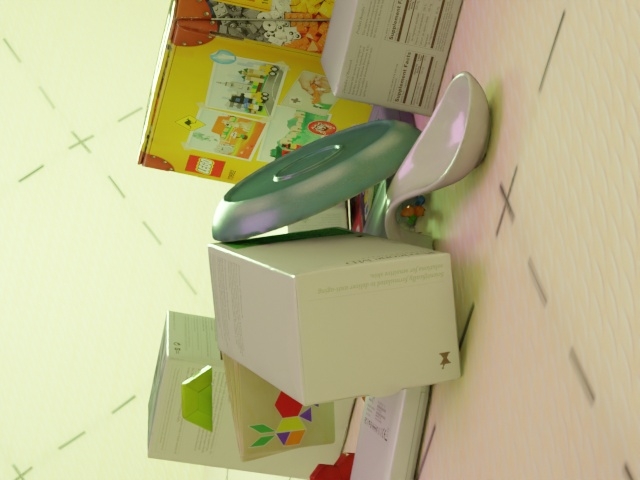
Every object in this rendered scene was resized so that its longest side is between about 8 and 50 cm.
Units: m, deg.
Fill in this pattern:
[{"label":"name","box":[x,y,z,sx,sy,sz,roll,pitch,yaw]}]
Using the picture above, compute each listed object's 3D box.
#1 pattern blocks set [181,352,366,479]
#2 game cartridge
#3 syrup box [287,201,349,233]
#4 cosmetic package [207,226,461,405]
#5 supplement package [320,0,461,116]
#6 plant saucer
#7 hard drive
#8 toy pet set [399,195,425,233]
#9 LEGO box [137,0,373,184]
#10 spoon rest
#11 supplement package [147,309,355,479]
[{"label":"pattern blocks set","box":[-0.051,0.206,1.865,0.026,0.285,0.325,-168,83,-68]},{"label":"game cartridge","box":[0.092,-0.080,2.022,0.294,0.060,0.196,-92,19,-50]},{"label":"syrup box","box":[0.000,0.000,2.148,0.237,0.096,0.093,86,-177,-47]},{"label":"cosmetic package","box":[0.005,0.081,1.666,0.365,0.197,0.155,-168,72,-69]},{"label":"supplement package","box":[0.105,-0.337,1.935,0.204,0.145,0.262,-105,27,-68]},{"label":"plant saucer","box":[-0.009,-0.089,1.831,0.044,0.317,0.317,65,178,-14]},{"label":"hard drive","box":[0.076,0.300,1.742,0.203,0.040,0.307,-167,87,-80]},{"label":"toy pet set","box":[0.115,0.022,1.825,0.114,0.065,0.122,-36,-27,-50]},{"label":"LEGO box","box":[-0.091,-0.280,2.335,0.500,0.372,0.193,121,158,-63]},{"label":"spoon rest","box":[0.137,-0.082,1.667,0.137,0.084,0.276,-90,13,-47]},{"label":"supplement package","box":[-0.110,0.241,2.127,0.175,0.293,0.177,-106,28,-68]}]
